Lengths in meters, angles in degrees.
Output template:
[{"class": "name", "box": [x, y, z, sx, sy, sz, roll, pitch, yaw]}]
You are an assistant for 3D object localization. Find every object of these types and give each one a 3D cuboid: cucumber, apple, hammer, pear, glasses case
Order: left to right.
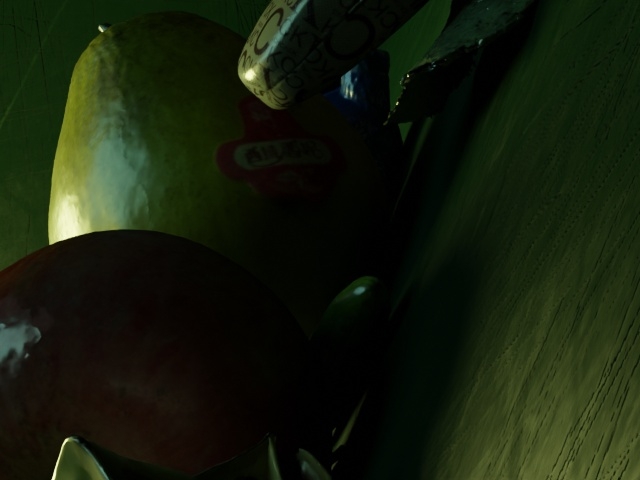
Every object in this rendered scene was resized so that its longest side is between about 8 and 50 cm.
[{"class": "apple", "box": [-0.142, 0.151, 1.404, 0.344, 0.345, 0.269, -67, -7, 20]}, {"class": "pear", "box": [-0.099, -0.043, 1.652, 0.287, 0.375, 0.287, -26, -23, -12]}, {"class": "hammer", "box": [0.002, 0.170, 1.445, 0.110, 0.019, 0.035, 130, 161, -62]}, {"class": "cucumber", "box": [0.005, 0.099, 1.473, 0.250, 0.056, 0.056, 119, 172, -46]}, {"class": "glasses case", "box": [0.074, -0.233, 1.410, 0.354, 0.085, 0.137, -45, 14, 10]}]

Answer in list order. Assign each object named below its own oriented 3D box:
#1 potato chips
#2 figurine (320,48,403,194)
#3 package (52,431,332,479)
[{"class": "potato chips", "box": [0.100, -0.148, 1.412, 0.167, 0.059, 0.228, -61, 3, -11]}, {"class": "figurine", "box": [0.014, -0.053, 1.837, 0.164, 0.121, 0.262, 18, 95, 51]}, {"class": "package", "box": [-0.072, 0.273, 1.146, 0.165, 0.221, 0.311, -13, -45, -44]}]
